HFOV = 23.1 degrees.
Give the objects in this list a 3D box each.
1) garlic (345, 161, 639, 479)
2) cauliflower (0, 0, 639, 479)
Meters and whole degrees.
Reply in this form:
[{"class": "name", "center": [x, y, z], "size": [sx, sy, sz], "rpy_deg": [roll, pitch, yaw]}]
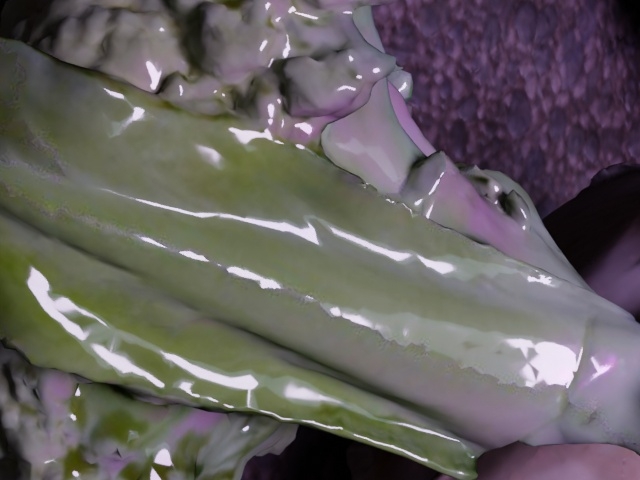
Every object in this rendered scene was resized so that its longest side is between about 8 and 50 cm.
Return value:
[{"class": "garlic", "center": [0.113, 0.072, 0.670], "size": [0.292, 0.210, 0.237], "rpy_deg": [-42, 154, 16]}, {"class": "cauliflower", "center": [0.000, 0.000, 0.538], "size": [0.315, 0.239, 0.256], "rpy_deg": [28, 69, 3]}]
